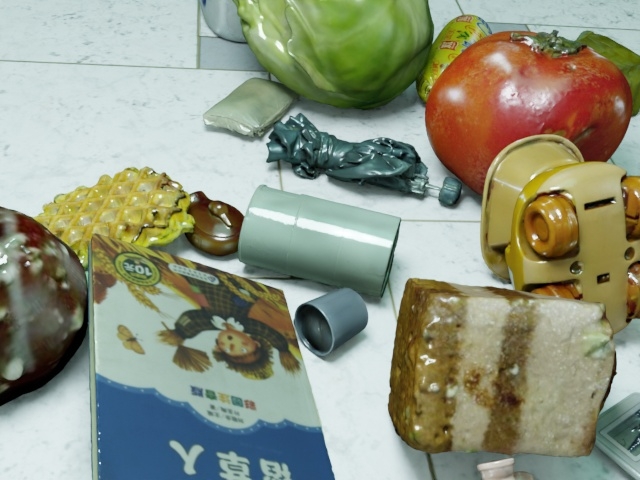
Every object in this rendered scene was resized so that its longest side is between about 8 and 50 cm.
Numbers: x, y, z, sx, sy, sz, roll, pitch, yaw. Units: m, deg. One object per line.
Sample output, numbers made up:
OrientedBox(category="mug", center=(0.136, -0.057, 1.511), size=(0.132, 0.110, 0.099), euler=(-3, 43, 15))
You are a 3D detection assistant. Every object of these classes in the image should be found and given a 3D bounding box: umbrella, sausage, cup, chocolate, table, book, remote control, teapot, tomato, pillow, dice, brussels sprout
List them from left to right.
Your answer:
OrientedBox(category="chocolate", center=(-0.451, 0.072, 1.014), size=(0.340, 0.210, 0.225), euler=(-15, 58, -16))
OrientedBox(category="book", center=(-0.134, 0.174, 1.024), size=(0.300, 0.039, 0.428), euler=(20, 31, -30))
OrientedBox(category="teapot", center=(-0.164, -0.032, 1.334), size=(0.098, 0.078, 0.129), euler=(-20, 46, -30))
OrientedBox(category="dice", center=(-0.158, -0.561, 1.897), size=(0.194, 0.191, 0.193), euler=(-9, 43, -22))
OrientedBox(category="pillow", center=(-0.128, -0.257, 1.637), size=(0.119, 0.053, 0.208), euler=(21, 38, 13))
OrientedBox(category="table", center=(0.000, 0.000, 1.283), size=(0.220, 0.126, 0.126), euler=(14, 39, 8))
OrientedBox(category="cup", center=(0.009, 0.110, 1.202), size=(0.077, 0.078, 0.100), euler=(-24, 18, -40))
OrientedBox(category="brussels sprout", center=(0.042, -0.425, 1.648), size=(0.343, 0.361, 0.425), euler=(-30, 25, 16))
OrientedBox(category="umbrella", center=(0.079, -0.141, 1.498), size=(0.349, 0.094, 0.143), euler=(18, 45, 10))
OrientedBox(category="sausage", center=(0.286, -0.378, 1.795), size=(0.123, 0.123, 0.347), euler=(17, 41, 12))
OrientedBox(category="tomato", center=(0.348, -0.211, 1.463), size=(0.325, 0.289, 0.293), euler=(-19, 44, -40))
OrientedBox(category="remote control", center=(0.468, 0.314, 1.037), size=(0.109, 0.055, 0.313), euler=(-25, 44, -24))

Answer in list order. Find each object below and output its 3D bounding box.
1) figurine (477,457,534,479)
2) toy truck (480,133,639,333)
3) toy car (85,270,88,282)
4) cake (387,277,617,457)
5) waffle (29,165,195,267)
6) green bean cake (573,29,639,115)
OrientedBox(category="figurine", center=(0.241, 0.350, 0.895), size=(0.200, 0.133, 0.276), euler=(-12, 37, -5))
OrientedBox(category="toy truck", center=(0.364, 0.000, 1.247), size=(0.204, 0.287, 0.212), euler=(-13, 18, -16))
OrientedBox(category="toy car", center=(-0.344, 0.085, 1.180), size=(0.186, 0.058, 0.093), euler=(-17, 47, -27))
OrientedBox(category="cake", center=(0.236, 0.158, 1.038), size=(0.293, 0.196, 0.199), euler=(8, -1, -5))
OrientedBox(category="waffle", center=(-0.324, -0.036, 1.313), size=(0.238, 0.058, 0.243), euler=(-33, 41, -27))
OrientedBox(category="green bean cake", center=(0.541, -0.345, 1.795), size=(0.236, 0.124, 0.233), euler=(-22, 47, -31))
